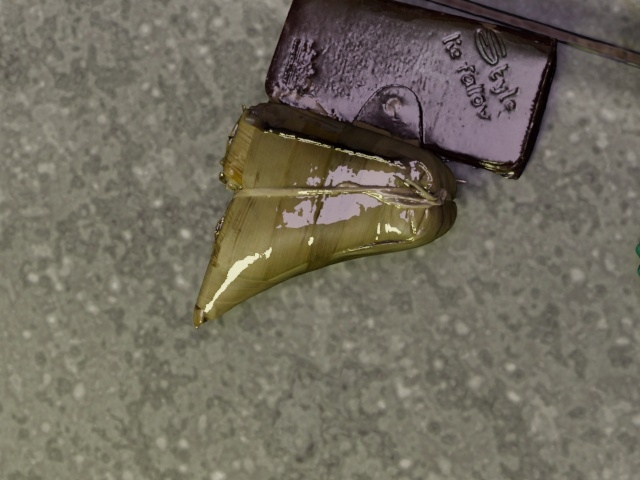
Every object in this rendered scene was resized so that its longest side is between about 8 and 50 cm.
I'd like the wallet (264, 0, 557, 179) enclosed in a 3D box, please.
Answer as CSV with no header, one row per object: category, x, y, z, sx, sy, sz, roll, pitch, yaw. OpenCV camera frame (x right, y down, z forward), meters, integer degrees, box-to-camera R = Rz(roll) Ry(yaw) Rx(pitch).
wallet,0.074,-0.138,1.272,0.232,0.031,0.122,16,86,12

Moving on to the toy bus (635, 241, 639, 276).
toy bus,0.313,0.044,1.183,0.091,0.079,0.160,-32,81,7

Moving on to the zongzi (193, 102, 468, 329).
zongzi,0.000,0.000,1.235,0.194,0.099,0.197,16,85,18
